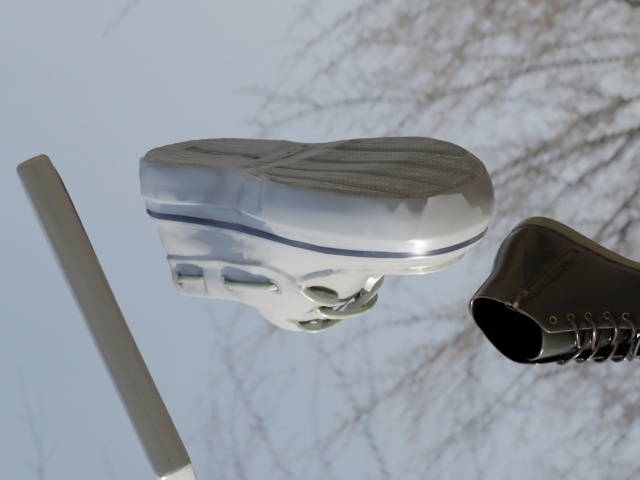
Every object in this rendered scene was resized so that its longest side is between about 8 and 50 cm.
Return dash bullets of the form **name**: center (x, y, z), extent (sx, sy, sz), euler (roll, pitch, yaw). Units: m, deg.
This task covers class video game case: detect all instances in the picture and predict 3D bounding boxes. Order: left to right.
- **video game case**: center (-0.103, 0.070, 0.940), extent (0.022, 0.173, 0.190), euler (-25, -114, -8)

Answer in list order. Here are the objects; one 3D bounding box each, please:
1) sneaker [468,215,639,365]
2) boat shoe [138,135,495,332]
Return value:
- **sneaker**: center (0.225, 0.073, 1.353), extent (0.222, 0.083, 0.118), euler (24, -139, 15)
- **boat shoe**: center (0.000, 0.000, 0.726), extent (0.083, 0.076, 0.226), euler (-16, -166, -26)
